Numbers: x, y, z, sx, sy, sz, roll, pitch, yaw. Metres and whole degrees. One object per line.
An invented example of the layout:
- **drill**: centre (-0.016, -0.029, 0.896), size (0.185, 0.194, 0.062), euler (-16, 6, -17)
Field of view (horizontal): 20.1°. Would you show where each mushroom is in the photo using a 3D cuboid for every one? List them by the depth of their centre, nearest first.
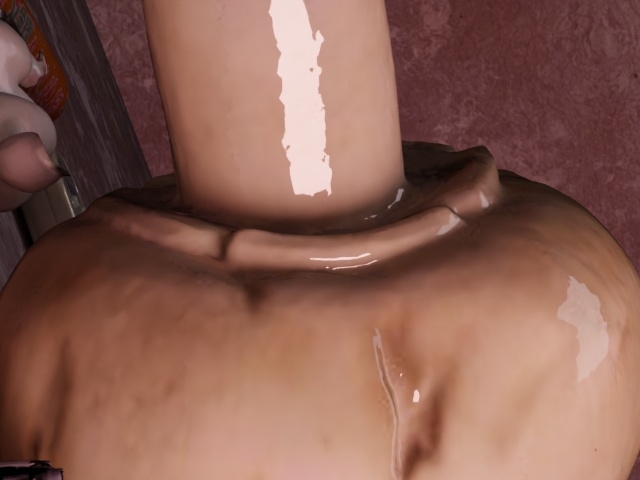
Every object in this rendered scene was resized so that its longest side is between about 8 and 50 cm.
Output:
- **mushroom**: centre (0.000, 0.000, 0.794), size (0.314, 0.314, 0.336), euler (-114, -162, -68)

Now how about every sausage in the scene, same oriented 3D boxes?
- **sausage**: centre (-0.210, -0.140, 1.127), size (0.348, 0.053, 0.053), euler (74, -5, -73)

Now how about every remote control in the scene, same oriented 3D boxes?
- **remote control**: centre (-0.148, 0.046, 1.152), size (0.078, 0.042, 0.221), euler (82, -12, -79)

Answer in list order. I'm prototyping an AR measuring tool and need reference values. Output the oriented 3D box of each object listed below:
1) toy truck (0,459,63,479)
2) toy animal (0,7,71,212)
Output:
- **toy truck**: centre (-0.110, 0.121, 0.666), size (0.083, 0.039, 0.044), euler (-110, -163, -57)
- **toy animal**: centre (-0.161, -0.055, 0.865), size (0.085, 0.071, 0.124), euler (74, -4, -60)
